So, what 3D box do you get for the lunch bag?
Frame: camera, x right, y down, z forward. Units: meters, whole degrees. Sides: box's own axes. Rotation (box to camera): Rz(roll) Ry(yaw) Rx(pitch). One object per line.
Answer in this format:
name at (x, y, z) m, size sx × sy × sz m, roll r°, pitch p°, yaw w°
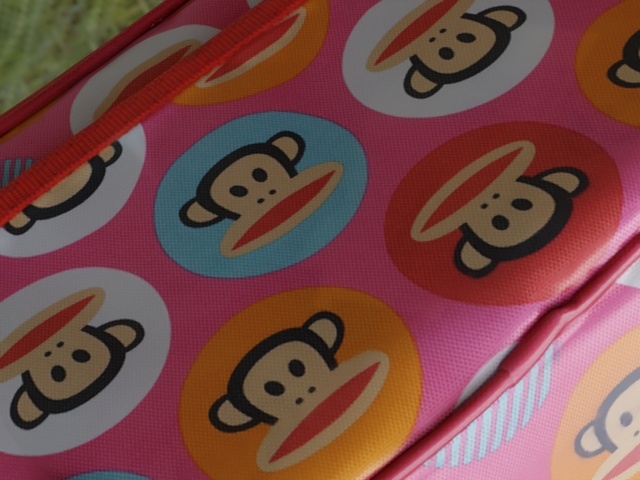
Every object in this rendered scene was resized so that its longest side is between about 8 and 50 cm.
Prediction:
lunch bag at (0.000, 0.000, 0.588) m, size 0.293 × 0.258 × 0.120 m, roll -38°, pitch 135°, yaw -15°
